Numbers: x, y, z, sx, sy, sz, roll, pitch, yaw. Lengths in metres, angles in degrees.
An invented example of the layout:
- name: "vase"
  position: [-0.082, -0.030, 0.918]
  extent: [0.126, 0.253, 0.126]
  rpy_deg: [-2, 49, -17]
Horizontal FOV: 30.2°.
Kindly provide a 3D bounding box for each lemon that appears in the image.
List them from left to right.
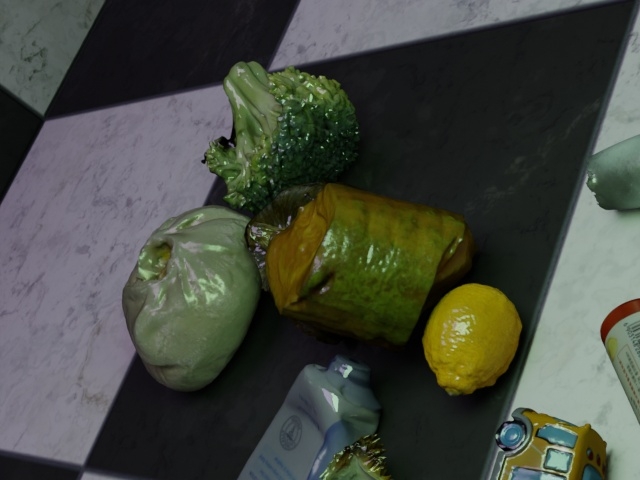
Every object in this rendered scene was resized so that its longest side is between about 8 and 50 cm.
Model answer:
- name: "lemon"
  position: [0.226, 0.150, 1.794]
  extent: [0.142, 0.142, 0.187]
  rpy_deg: [-2, 56, 47]

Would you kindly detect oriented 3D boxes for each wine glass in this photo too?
- name: "wine glass"
  position: [0.499, -0.109, 1.747]
  extent: [0.204, 0.111, 0.111]
  rpy_deg: [-14, 49, 35]

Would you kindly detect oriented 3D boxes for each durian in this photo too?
- name: "durian"
  position: [0.036, 0.410, 1.775]
  extent: [0.252, 0.139, 0.144]
  rpy_deg: [-53, 40, -4]

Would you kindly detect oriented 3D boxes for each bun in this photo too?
- name: "bun"
  position: [-0.264, 0.101, 2.267]
  extent: [0.365, 0.219, 0.365]
  rpy_deg: [-42, 35, 39]

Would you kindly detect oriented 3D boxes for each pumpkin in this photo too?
- name: "pumpkin"
  position: [0.000, 0.000, 2.094]
  extent: [0.232, 0.242, 0.325]
  rpy_deg: [-51, 39, 16]

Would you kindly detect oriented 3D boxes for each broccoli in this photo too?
- name: "broccoli"
  position: [-0.093, -0.209, 2.266]
  extent: [0.293, 0.348, 0.281]
  rpy_deg: [-30, 71, -7]

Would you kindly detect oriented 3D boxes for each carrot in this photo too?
- name: "carrot"
  position: [0.094, 0.047, 1.862]
  extent: [0.241, 0.341, 0.241]
  rpy_deg: [-165, 90, -81]

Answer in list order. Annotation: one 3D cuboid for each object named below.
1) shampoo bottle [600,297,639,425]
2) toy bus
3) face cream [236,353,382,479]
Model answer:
- name: "shampoo bottle"
  position: [0.452, 0.203, 1.526]
  extent: [0.104, 0.104, 0.278]
  rpy_deg: [-36, 37, 20]
- name: "toy bus"
  position: [0.300, 0.331, 1.568]
  extent: [0.136, 0.126, 0.209]
  rpy_deg: [1, 59, 38]
- name: "face cream"
  position: [-0.040, 0.376, 1.937]
  extent: [0.420, 0.137, 0.235]
  rpy_deg: [-61, 36, 6]
